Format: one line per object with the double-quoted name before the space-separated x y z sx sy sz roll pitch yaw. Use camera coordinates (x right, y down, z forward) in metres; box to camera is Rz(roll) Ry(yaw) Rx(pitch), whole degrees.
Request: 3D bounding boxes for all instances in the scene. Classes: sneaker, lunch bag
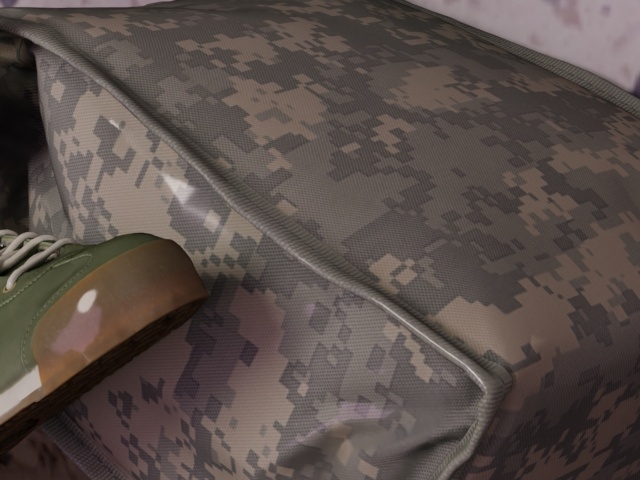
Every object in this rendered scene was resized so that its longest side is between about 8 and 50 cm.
"sneaker" -0.118 0.025 0.565 0.192 0.064 0.086 -35 84 45
"lunch bag" 0.000 0.000 0.663 0.287 0.235 0.169 39 124 26
